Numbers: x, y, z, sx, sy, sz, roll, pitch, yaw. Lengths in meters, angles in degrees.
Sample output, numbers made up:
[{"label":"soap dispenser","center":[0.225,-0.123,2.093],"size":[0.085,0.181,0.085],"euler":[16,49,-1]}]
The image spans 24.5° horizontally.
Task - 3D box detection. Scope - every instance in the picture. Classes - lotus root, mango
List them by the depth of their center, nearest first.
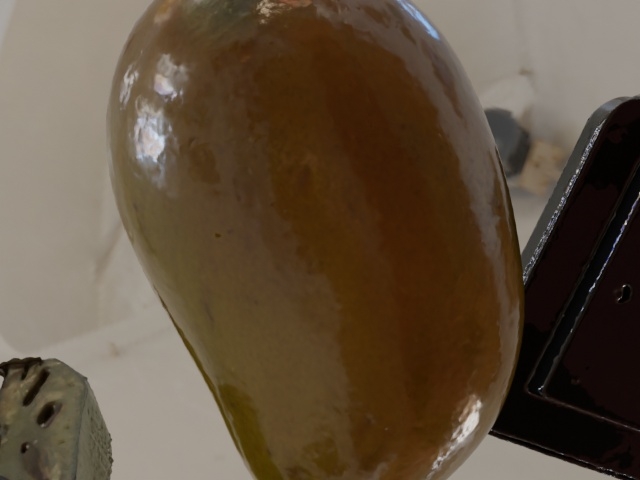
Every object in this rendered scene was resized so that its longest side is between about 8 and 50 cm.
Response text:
[{"label":"mango","center":[0.000,0.000,0.791],"size":[0.173,0.211,0.317],"euler":[-21,-84,-65]},{"label":"lotus root","center":[-0.184,0.169,1.056],"size":[0.070,0.143,0.144],"euler":[-9,-37,1]}]

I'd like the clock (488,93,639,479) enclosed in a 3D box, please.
[{"label":"clock","center":[0.273,0.057,1.101],"size":[0.273,0.049,0.279],"euler":[20,-76,-18]}]
